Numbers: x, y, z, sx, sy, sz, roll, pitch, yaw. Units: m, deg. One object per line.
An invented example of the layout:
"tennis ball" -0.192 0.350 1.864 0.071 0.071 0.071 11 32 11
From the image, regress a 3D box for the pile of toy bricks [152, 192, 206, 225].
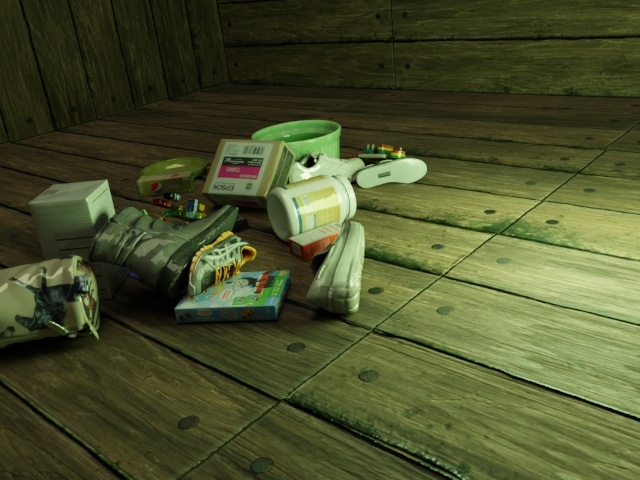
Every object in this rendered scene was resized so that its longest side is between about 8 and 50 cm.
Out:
"pile of toy bricks" -0.375 -0.067 1.771 0.212 0.118 0.105 -1 -10 37

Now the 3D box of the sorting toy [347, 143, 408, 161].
"sorting toy" 0.210 -0.286 2.083 0.132 0.047 0.274 4 4 -35

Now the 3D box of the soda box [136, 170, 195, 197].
"soda box" -0.517 -0.190 2.130 0.181 0.058 0.061 -5 23 2

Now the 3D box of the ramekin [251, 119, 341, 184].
"ramekin" -0.075 -0.297 2.140 0.303 0.148 0.303 -6 23 3

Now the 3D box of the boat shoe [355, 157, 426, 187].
"boat shoe" 0.216 -0.217 1.962 0.219 0.078 0.070 -8 24 2

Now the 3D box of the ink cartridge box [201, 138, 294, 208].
"ink cartridge box" -0.216 -0.200 1.900 0.234 0.088 0.193 6 68 27

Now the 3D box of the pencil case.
"pencil case" -0.647 0.149 1.241 0.409 0.160 0.184 -13 42 -13

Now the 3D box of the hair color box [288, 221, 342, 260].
"hair color box" 0.000 0.000 1.558 0.141 0.043 0.072 -21 27 -28

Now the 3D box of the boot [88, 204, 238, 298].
"boot" -0.340 -0.027 1.419 0.222 0.118 0.338 25 32 8

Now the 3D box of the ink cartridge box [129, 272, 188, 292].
"ink cartridge box" -0.327 0.048 1.539 0.208 0.045 0.206 11 29 38

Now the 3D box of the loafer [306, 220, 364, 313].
"loafer" 0.036 0.044 1.359 0.111 0.112 0.319 5 25 5

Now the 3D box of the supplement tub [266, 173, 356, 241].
"supplement tub" -0.023 -0.088 1.641 0.199 0.145 0.144 -18 25 -25

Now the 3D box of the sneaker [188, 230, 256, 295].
"sneaker" -0.212 0.051 1.360 0.083 0.084 0.215 22 37 12

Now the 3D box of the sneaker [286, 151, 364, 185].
"sneaker" 0.019 -0.224 1.988 0.292 0.119 0.110 -20 25 -32

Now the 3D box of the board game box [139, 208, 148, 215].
"board game box" -0.569 -0.017 1.656 0.259 0.030 0.136 -18 12 43

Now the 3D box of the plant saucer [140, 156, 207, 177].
"plant saucer" -0.527 -0.250 2.301 0.240 0.037 0.241 -6 22 2

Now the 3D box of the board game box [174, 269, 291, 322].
"board game box" -0.180 0.117 1.341 0.211 0.039 0.160 -4 23 10

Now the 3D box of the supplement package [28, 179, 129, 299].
"supplement package" -0.545 0.002 1.451 0.133 0.244 0.139 -5 22 4

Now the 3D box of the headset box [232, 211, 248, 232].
"headset box" -0.241 -0.049 1.756 0.062 0.032 0.083 -17 23 -22
